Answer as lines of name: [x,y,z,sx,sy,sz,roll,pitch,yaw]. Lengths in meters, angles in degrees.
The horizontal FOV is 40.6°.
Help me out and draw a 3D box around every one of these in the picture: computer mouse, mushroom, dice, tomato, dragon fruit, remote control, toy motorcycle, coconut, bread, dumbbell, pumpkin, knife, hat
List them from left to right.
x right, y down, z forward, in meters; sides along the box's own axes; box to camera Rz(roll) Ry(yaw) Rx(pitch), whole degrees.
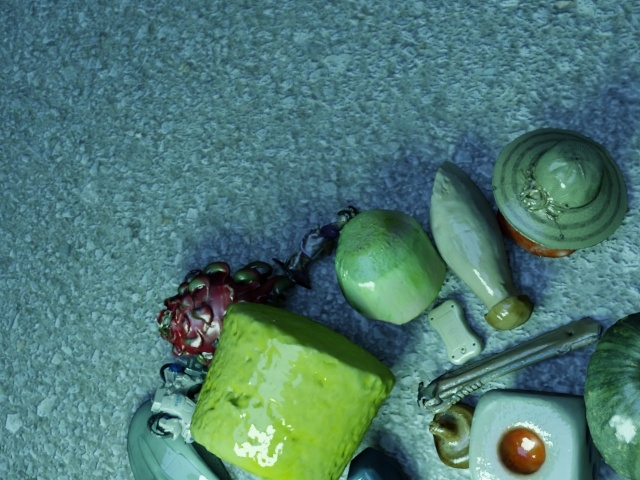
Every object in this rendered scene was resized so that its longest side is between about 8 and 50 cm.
computer mouse: [-0.313,0.506,1.880,0.188,0.122,0.371,-46,68,16]
toy motorcycle: [-0.286,0.347,1.857,0.221,0.150,0.102,-88,18,-53]
dragon fruit: [-0.208,0.141,1.831,0.272,0.198,0.218,-50,56,12]
bread: [-0.068,0.293,1.630,0.348,0.348,0.307,26,84,28]
dumbbell: [0.031,0.547,1.675,0.316,0.156,0.143,-42,97,17]
coconut: [0.131,0.057,1.662,0.204,0.236,0.236,-42,63,-11]
remote control: [0.260,0.176,1.669,0.074,0.032,0.122,-34,70,20]
mushroom: [0.258,0.363,1.614,0.109,0.085,0.126,-3,64,6]
mushroom: [0.289,0.006,1.628,0.128,0.128,0.350,-31,71,21]
knife: [0.347,0.233,1.595,0.365,0.043,0.089,-26,38,17]
dice: [0.372,0.357,1.493,0.194,0.192,0.193,0,81,27]
tomato: [0.411,-0.057,1.596,0.174,0.082,0.166,35,98,30]
hat: [0.435,-0.115,1.515,0.252,0.110,0.252,0,67,0]
pumpkin: [0.592,0.252,1.355,0.328,0.257,0.291,5,72,34]

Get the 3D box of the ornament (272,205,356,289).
ornament: [-0.005,0.001,1.807,0.203,0.081,0.088,-50,64,13]
